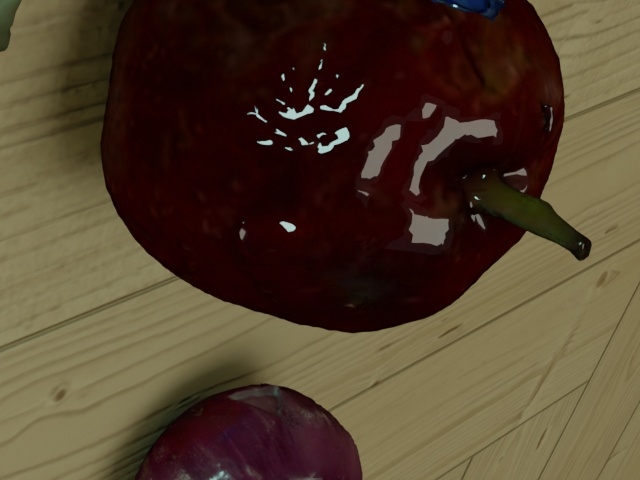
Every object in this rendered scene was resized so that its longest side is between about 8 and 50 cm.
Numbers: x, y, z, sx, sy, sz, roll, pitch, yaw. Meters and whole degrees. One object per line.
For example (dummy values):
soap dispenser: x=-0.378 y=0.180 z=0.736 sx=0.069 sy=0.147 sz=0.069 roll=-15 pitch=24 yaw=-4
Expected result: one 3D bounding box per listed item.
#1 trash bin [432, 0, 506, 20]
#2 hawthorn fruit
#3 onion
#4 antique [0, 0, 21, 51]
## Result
trash bin: x=0.053 y=-0.225 z=0.612 sx=0.234 sy=0.162 sz=0.184 roll=-69 pitch=156 yaw=-9
hawthorn fruit: x=0.032 y=-0.054 z=0.734 sx=0.230 sy=0.266 sz=0.210 roll=-58 pitch=149 yaw=-6
onion: x=-0.052 y=0.190 z=1.056 sx=0.177 sy=0.153 sz=0.177 roll=-4 pitch=122 yaw=-6
antique: x=-0.236 y=-0.111 z=0.413 sx=0.284 sy=0.150 sz=0.125 roll=-13 pitch=131 yaw=-40
